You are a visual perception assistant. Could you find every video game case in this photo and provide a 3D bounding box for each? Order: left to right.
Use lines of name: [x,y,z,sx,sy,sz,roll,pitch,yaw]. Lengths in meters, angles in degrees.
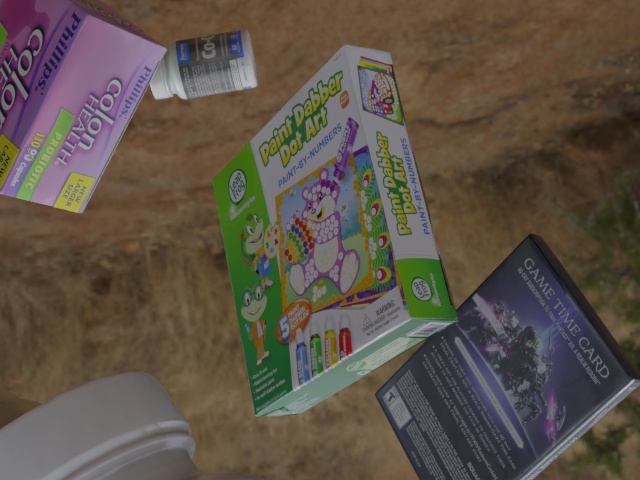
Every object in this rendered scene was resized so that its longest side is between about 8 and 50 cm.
video game case: [0.185,0.155,1.152,0.026,0.196,0.274,13,128,-43]

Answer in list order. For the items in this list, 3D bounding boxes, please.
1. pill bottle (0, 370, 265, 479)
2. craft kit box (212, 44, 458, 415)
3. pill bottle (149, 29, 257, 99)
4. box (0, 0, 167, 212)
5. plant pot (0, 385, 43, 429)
pill bottle: [-0.064,0.291,0.648,0.229,0.408,0.229,-33,162,-12]
craft kit box: [0.000,0.000,0.961,0.061,0.247,0.250,6,151,-32]
pill bottle: [-0.156,-0.229,1.444,0.137,0.078,0.078,-10,162,0]
box: [-0.325,-0.187,1.234,0.117,0.243,0.214,16,109,-52]
plant pot: [-0.396,0.208,0.964,0.334,0.305,0.334,-39,149,-29]
